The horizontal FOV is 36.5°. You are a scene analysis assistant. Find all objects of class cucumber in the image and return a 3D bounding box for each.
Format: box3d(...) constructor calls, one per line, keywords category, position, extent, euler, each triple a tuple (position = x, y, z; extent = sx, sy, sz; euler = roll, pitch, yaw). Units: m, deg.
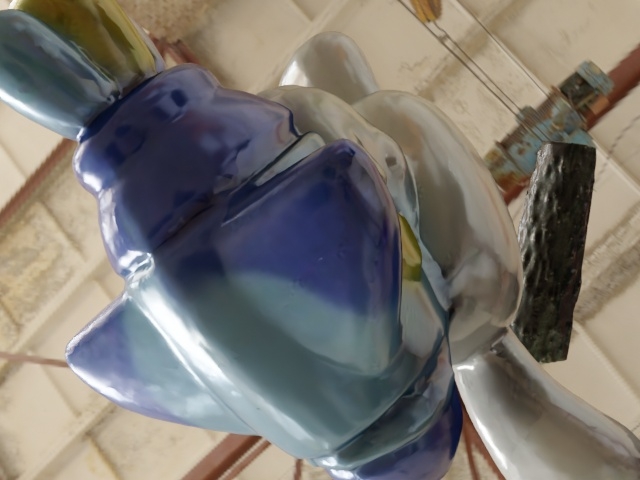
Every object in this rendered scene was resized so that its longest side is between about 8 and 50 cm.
box3d(category="cucumber", position=(0.210, 0.008, 0.931), extent=(0.078, 0.062, 0.211), euler=(-143, -125, -69))

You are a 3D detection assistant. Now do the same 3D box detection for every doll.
box3d(category="doll", position=(-0.004, 0.007, 0.539), extent=(0.376, 0.365, 0.187), euler=(40, -69, 32))
